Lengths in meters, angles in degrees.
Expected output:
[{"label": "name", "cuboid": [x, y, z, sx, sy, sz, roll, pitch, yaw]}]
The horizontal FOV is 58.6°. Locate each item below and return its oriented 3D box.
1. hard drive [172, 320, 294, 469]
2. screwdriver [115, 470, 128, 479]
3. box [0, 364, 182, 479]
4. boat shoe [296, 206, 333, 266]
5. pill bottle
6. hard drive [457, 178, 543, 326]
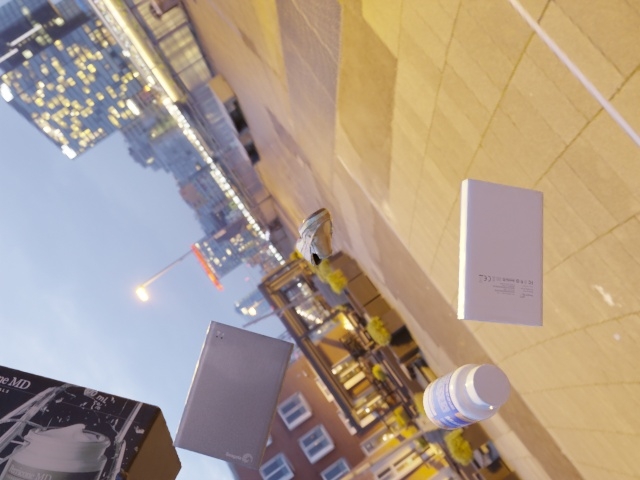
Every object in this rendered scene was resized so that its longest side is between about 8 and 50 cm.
[{"label": "hard drive", "cuboid": [-0.091, 0.164, 0.610, 0.094, 0.135, 0.022, 15, 169, 2]}, {"label": "screwdriver", "cuboid": [-0.333, 0.456, 0.928, 0.025, 0.170, 0.024, 19, -168, 41]}, {"label": "box", "cuboid": [-0.608, 0.548, 1.133, 0.472, 0.479, 0.297, -69, -15, -46]}, {"label": "boat shoe", "cuboid": [0.000, 0.000, 1.103, 0.072, 0.068, 0.190, 58, 166, 14]}, {"label": "pill bottle", "cuboid": [0.410, 0.434, 1.597, 0.152, 0.152, 0.272, 54, 153, 12]}, {"label": "hard drive", "cuboid": [0.420, 0.030, 1.321, 0.040, 0.210, 0.319, 154, 122, -70]}]
